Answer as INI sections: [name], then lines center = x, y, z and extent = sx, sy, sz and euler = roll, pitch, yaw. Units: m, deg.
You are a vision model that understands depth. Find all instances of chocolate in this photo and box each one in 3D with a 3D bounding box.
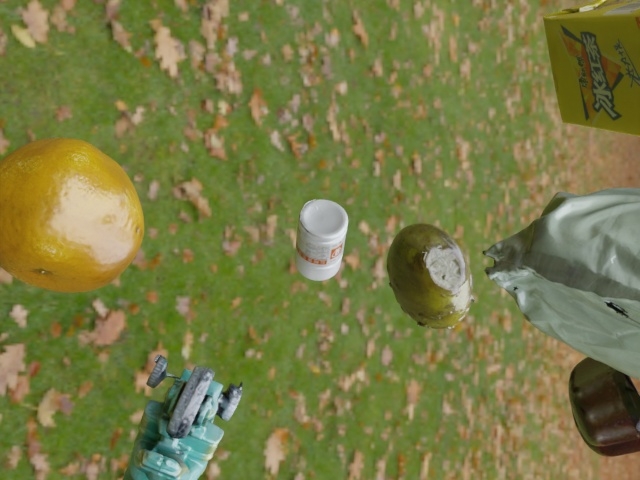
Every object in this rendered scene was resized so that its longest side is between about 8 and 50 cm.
[chocolate]
center = 0.328, 0.191, 1.114
extent = 0.149, 0.080, 0.125
euler = 44, 21, -59

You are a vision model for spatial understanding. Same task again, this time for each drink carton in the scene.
[drink carton]
center = 0.396, -0.206, 1.135
extent = 0.351, 0.111, 0.154
euler = -141, -146, -72

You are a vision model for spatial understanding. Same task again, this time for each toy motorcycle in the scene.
[toy motorcycle]
center = -0.178, 0.242, 1.110
extent = 0.296, 0.109, 0.198
euler = 116, -3, -63

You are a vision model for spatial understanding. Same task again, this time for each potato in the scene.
[potato]
center = 0.166, 0.058, 1.462
extent = 0.113, 0.149, 0.251
euler = -40, 157, -6

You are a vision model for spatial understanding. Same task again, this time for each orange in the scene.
[orange]
center = -0.243, -0.026, 0.907
extent = 0.159, 0.159, 0.136
euler = 57, 36, -54

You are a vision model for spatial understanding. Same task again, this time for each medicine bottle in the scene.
[medicine bottle]
center = 0.000, 0.000, 1.104
extent = 0.089, 0.057, 0.057
euler = 98, 7, -55

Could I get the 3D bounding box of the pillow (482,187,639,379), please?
[pillow]
center = 0.305, 0.042, 0.754
extent = 0.283, 0.310, 0.138
euler = -8, 111, -59
